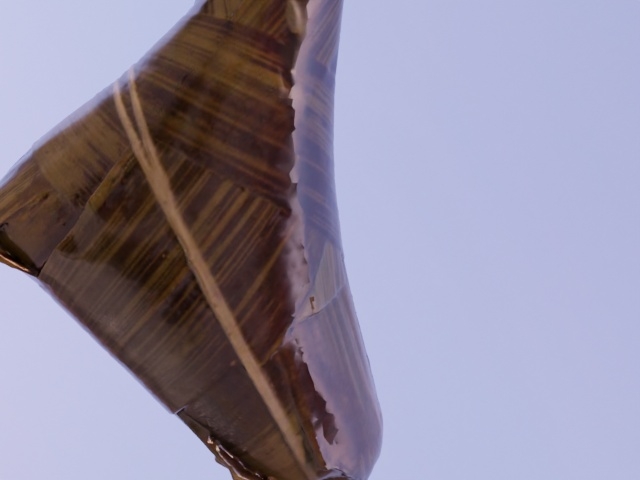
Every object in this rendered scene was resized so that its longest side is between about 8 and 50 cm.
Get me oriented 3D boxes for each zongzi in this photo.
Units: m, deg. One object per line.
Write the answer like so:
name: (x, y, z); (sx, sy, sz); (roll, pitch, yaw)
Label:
zongzi: (0.000, 0.000, 0.417); (0.241, 0.111, 0.248); (-38, -77, 22)
